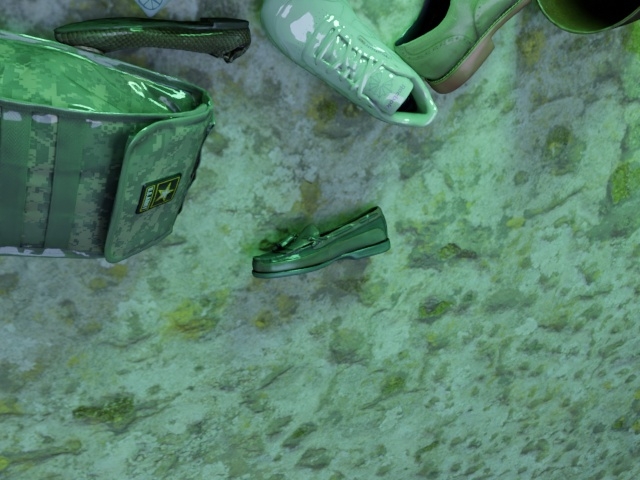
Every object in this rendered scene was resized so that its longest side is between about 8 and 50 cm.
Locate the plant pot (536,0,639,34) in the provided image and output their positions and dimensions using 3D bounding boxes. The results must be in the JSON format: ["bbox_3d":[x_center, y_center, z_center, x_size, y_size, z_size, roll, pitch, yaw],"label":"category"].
[{"bbox_3d":[0.496,-0.443,0.910,0.230,0.215,0.215,-15,125,-34],"label":"plant pot"}]

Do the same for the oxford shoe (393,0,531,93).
[{"bbox_3d":[0.245,-0.395,0.854,0.130,0.123,0.348,26,104,-29],"label":"oxford shoe"}]

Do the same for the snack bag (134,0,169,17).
[{"bbox_3d":[-0.155,-0.465,0.604,0.342,0.037,0.323,-43,146,-2],"label":"snack bag"}]

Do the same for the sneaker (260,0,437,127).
[{"bbox_3d":[0.056,-0.261,0.823,0.305,0.152,0.114,25,108,-33],"label":"sneaker"}]

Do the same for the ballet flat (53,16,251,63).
[{"bbox_3d":[-0.209,-0.257,0.746,0.249,0.084,0.058,-11,122,-26],"label":"ballet flat"}]

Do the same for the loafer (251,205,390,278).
[{"bbox_3d":[0.000,0.000,1.005,0.267,0.096,0.084,-13,104,-27],"label":"loafer"}]

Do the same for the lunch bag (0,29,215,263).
[{"bbox_3d":[-0.289,-0.100,0.722,0.286,0.169,0.235,4,134,-29],"label":"lunch bag"}]
